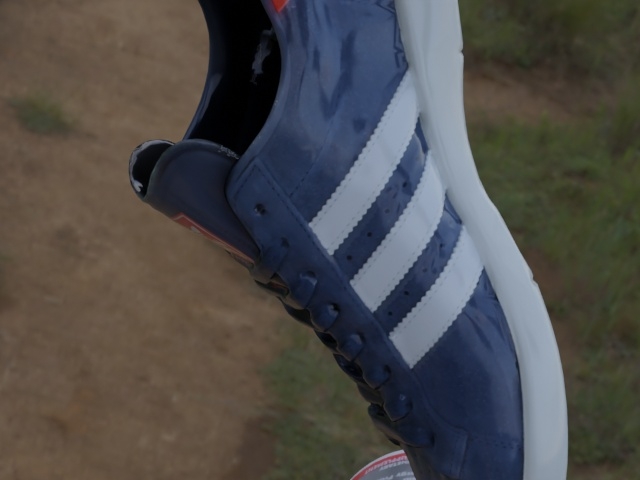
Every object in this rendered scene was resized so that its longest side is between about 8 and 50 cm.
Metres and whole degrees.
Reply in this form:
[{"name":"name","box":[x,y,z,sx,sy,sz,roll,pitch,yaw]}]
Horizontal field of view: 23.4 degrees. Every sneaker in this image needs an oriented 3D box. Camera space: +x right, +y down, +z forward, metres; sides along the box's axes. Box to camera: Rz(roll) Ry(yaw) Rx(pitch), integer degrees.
[{"name":"sneaker","box":[0.000,0.000,0.690,0.148,0.350,0.131,-19,7,-21]}]

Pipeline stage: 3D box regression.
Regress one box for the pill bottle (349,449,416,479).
[{"name":"pill bottle","box":[0.067,0.268,1.080,0.161,0.161,0.283,21,16,1]}]
